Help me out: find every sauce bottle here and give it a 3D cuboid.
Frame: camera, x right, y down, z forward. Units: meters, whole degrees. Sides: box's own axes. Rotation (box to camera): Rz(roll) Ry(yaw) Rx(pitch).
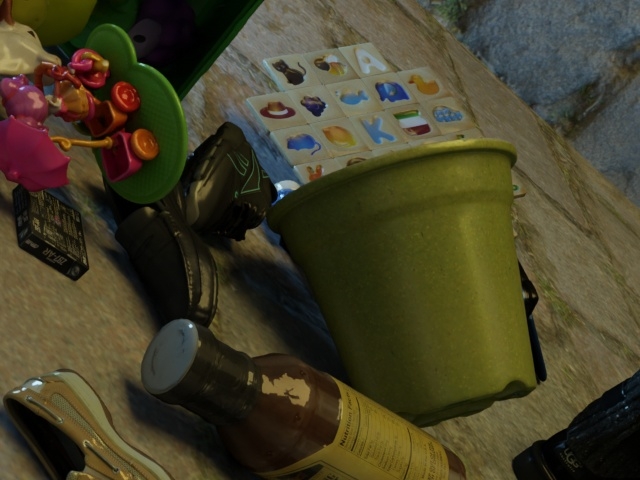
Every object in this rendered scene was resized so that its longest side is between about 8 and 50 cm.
[{"bbox_3d":[-0.013,0.169,1.453,0.344,0.111,0.111,33,23,-36],"label":"sauce bottle"}]

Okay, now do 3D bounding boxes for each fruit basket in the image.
[{"bbox_3d":[-0.210,-0.274,1.629,0.283,0.392,0.392,48,18,0],"label":"fruit basket"}]

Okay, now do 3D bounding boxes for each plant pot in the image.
[{"bbox_3d":[0.105,0.060,1.716,0.276,0.276,0.254,9,64,-63],"label":"plant pot"}]

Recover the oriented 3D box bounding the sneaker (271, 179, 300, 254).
[{"bbox_3d":[-0.001,0.000,1.913,0.152,0.058,0.084,43,24,-37],"label":"sneaker"}]

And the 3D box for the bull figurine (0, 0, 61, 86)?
[{"bbox_3d":[-0.360,-0.202,1.424,0.310,0.101,0.188,39,17,-28],"label":"bull figurine"}]

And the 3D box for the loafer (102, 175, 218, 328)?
[{"bbox_3d":[-0.155,0.003,1.536,0.078,0.076,0.223,15,37,-36],"label":"loafer"}]

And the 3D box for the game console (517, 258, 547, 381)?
[{"bbox_3d":[0.188,0.045,2.307,0.250,0.173,0.293,3,38,-22],"label":"game console"}]

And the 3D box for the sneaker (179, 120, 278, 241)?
[{"bbox_3d":[-0.098,-0.051,1.724,0.106,0.101,0.267,48,18,-8],"label":"sneaker"}]

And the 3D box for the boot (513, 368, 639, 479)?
[{"bbox_3d":[0.409,0.231,2.046,0.131,0.260,0.348,53,19,15],"label":"boot"}]

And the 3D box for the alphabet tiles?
[{"bbox_3d":[0.081,-0.112,1.993,0.285,0.011,0.342,-14,57,-34],"label":"alphabet tiles"}]

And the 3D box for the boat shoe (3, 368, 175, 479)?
[{"bbox_3d":[-0.163,0.176,1.183,0.190,0.068,0.072,44,28,20],"label":"boat shoe"}]

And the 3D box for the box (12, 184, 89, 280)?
[{"bbox_3d":[-0.237,-0.010,1.447,0.067,0.018,0.083,35,22,-35],"label":"box"}]

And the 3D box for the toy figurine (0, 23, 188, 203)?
[{"bbox_3d":[-0.225,-0.108,1.447,0.159,0.130,0.173,-11,76,-47],"label":"toy figurine"}]
